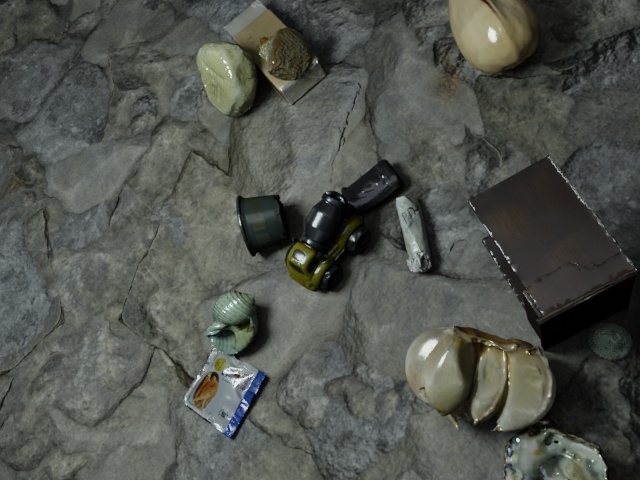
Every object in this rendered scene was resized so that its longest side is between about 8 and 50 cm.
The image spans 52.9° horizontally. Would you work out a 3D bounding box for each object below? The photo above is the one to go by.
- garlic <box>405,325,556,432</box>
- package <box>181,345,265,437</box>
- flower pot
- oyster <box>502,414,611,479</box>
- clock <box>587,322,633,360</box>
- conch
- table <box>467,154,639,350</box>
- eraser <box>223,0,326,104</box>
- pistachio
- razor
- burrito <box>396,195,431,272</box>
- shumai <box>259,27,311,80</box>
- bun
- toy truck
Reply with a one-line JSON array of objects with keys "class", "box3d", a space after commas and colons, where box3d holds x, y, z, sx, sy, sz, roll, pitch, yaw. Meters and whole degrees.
[{"class": "garlic", "box3d": [0.307, 0.279, 1.287, 0.281, 0.185, 0.203, 11, 87, 4]}, {"class": "package", "box3d": [-0.234, 0.357, 1.549, 0.173, 0.027, 0.171, 25, 81, 31]}, {"class": "flower pot", "box3d": [-0.138, -0.047, 1.609, 0.107, 0.157, 0.157, -13, 65, 6]}, {"class": "oyster", "box3d": [0.436, 0.458, 1.210, 0.214, 0.083, 0.223, 34, 90, 32]}, {"class": "clock", "box3d": [0.581, 0.202, 1.293, 0.083, 0.010, 0.074, 23, 80, 28]}, {"class": "conch", "box3d": [-0.203, 0.195, 1.559, 0.135, 0.102, 0.153, 45, 123, 19]}, {"class": "table", "box3d": [0.450, 0.030, 1.278, 0.196, 0.250, 0.282, -30, 63, 9]}, {"class": "eraser", "box3d": [-0.134, -0.544, 1.837, 0.144, 0.078, 0.343, -40, 61, 1]}, {"class": "pistachio", "box3d": [0.409, -0.527, 1.552, 0.187, 0.187, 0.299, -28, 58, 10]}, {"class": "razor", "box3d": [0.126, -0.126, 1.579, 0.148, 0.054, 0.090, -36, 61, 6]}, {"class": "burrito", "box3d": [0.217, -0.018, 1.498, 0.064, 0.064, 0.203, -14, 65, 17]}, {"class": "shumai", "box3d": [-0.107, -0.494, 1.708, 0.116, 0.145, 0.145, 14, 74, 48]}, {"class": "bun", "box3d": [-0.249, -0.456, 1.796, 0.134, 0.220, 0.220, -30, 57, -25]}, {"class": "toy truck", "box3d": [0.000, 0.000, 1.517, 0.147, 0.165, 0.224, 32, 84, 28]}]
